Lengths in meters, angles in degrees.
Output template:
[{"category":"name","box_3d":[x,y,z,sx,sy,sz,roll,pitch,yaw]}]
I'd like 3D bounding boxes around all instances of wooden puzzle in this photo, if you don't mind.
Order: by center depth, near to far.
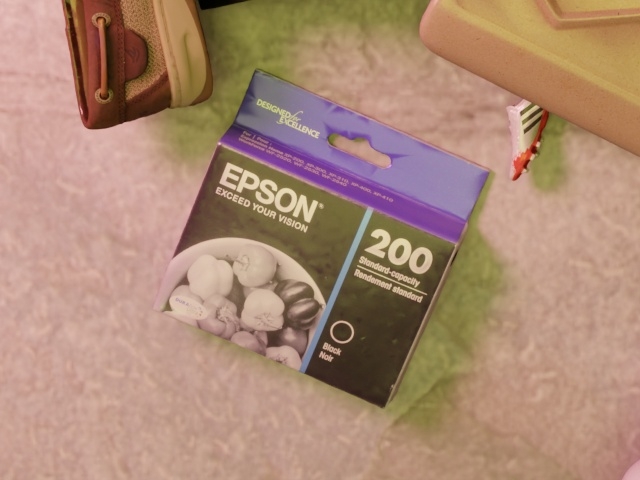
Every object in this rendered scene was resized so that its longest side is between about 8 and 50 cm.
[{"category":"wooden puzzle","box_3d":[0.286,-0.226,1.407,0.322,0.080,0.348,26,111,-4]}]

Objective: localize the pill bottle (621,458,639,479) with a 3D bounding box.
[{"category":"pill bottle","box_3d":[0.310,0.279,1.467,0.204,0.204,0.361,10,104,6]}]

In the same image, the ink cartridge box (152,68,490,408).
[{"category":"ink cartridge box","box_3d":[0.000,0.000,1.526,0.206,0.045,0.208,23,104,3]}]

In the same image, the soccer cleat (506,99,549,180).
[{"category":"soccer cleat","box_3d":[0.156,-0.087,1.492,0.035,0.029,0.083,22,103,11]}]

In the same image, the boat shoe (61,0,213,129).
[{"category":"boat shoe","box_3d":[-0.180,-0.239,1.416,0.123,0.123,0.342,-21,119,-12]}]

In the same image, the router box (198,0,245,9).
[{"category":"router box","box_3d":[-0.062,-0.266,1.431,0.133,0.046,0.179,-2,109,53]}]
